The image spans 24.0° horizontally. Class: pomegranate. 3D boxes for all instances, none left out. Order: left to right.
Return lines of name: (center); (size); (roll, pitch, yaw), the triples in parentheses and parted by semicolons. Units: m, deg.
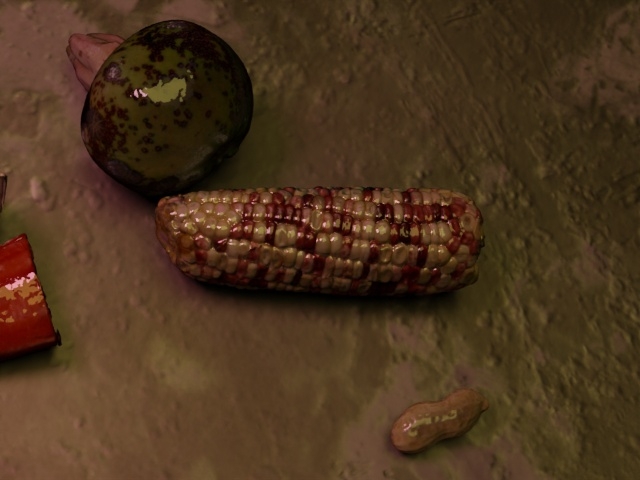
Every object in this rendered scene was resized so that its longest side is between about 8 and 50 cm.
pomegranate: (-0.126, -0.106, 1.156); (0.138, 0.163, 0.125); (-50, 125, -9)

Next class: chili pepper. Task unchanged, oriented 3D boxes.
chili pepper: (-0.279, 0.057, 1.082); (0.169, 0.065, 0.088); (-15, 72, -13)

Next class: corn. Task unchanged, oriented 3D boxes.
corn: (0.000, 0.000, 1.147); (0.253, 0.086, 0.086); (1, 69, -11)

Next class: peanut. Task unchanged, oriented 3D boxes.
peanut: (0.091, 0.137, 1.141); (0.083, 0.037, 0.037); (-16, 74, -21)

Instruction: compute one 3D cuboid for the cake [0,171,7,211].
cake: (-0.254, -0.035, 1.088); (0.052, 0.121, 0.065); (12, 60, -13)
